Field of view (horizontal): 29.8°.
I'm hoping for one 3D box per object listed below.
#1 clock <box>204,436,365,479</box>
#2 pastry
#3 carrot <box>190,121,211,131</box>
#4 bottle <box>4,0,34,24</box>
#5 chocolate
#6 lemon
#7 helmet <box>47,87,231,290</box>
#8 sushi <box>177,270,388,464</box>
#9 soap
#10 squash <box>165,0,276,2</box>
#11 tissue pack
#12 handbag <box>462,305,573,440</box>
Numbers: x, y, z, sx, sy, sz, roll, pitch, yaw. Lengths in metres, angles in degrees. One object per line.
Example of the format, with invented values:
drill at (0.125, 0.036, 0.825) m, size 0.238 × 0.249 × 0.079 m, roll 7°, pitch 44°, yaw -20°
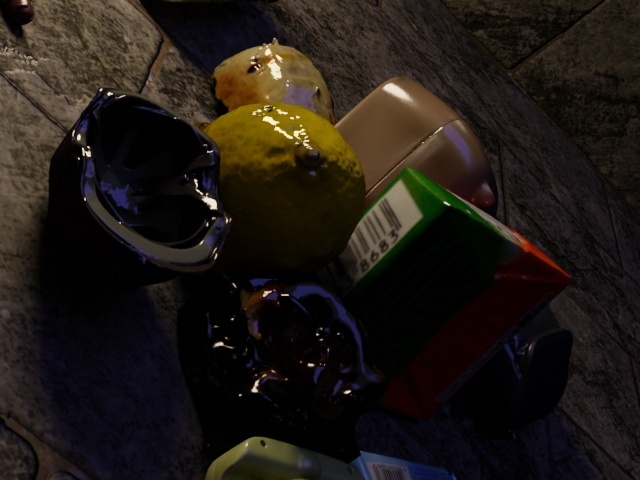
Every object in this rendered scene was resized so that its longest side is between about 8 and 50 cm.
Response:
clock at (-0.018, 0.402, 1.461) m, size 0.235 × 0.096 × 0.308 m, roll 26°, pitch 39°, yaw -41°
pastry at (-0.054, -0.228, 2.130) m, size 0.237 × 0.170 × 0.256 m, roll 19°, pitch 46°, yaw -46°
carrot at (-0.245, -0.163, 1.871) m, size 0.254 × 0.049 × 0.049 m, roll -8°, pitch 64°, yaw -57°
bottle at (-0.450, -0.361, 1.772) m, size 0.063 × 0.047 × 0.101 m, roll 6°, pitch 56°, yaw -44°
chocolate at (0.153, 0.089, 1.891) m, size 0.341 × 0.360 × 0.161 m, roll 27°, pitch 23°, yaw -44°
lemon at (-0.068, -0.066, 1.724) m, size 0.268 × 0.322 × 0.268 m, roll 11°, pitch 71°, yaw -34°
helmet at (-0.254, -0.041, 1.545) m, size 0.225 × 0.177 × 0.305 m, roll 30°, pitch 41°, yaw -30°
sushi at (-0.036, 0.164, 1.609) m, size 0.215 × 0.212 × 0.227 m, roll 27°, pitch 35°, yaw -42°
soap at (0.113, 0.390, 1.731) m, size 0.293 × 0.077 × 0.156 m, roll 23°, pitch 40°, yaw -45°
squash at (-0.185, -0.575, 2.240) m, size 0.263 × 0.263 × 0.384 m, roll 56°, pitch 25°, yaw 5°
tissue pack at (0.170, -0.096, 2.141) m, size 0.277 × 0.267 × 0.387 m, roll 52°, pitch 1°, yaw 17°
handbag at (0.375, 0.219, 2.275) m, size 0.302 × 0.178 × 0.275 m, roll 0°, pitch 57°, yaw -60°
